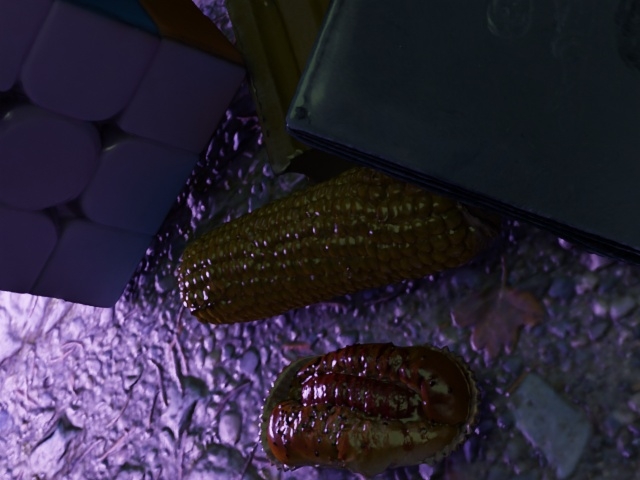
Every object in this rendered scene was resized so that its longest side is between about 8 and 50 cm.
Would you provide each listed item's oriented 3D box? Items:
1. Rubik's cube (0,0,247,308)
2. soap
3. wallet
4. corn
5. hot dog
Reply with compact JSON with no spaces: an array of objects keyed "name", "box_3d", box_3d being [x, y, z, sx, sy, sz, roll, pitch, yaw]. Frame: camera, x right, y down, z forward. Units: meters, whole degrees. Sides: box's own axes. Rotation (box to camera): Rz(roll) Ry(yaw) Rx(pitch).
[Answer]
[{"name":"Rubik's cube","box_3d":[-0.294,-0.149,0.914,0.290,0.291,0.292,-56,45,21]},{"name":"soap","box_3d":[0.003,-0.166,0.875,0.135,0.076,0.233,-32,53,22]},{"name":"wallet","box_3d":[0.150,-0.137,0.668,0.290,0.054,0.251,22,83,2]},{"name":"corn","box_3d":[0.000,0.000,0.780,0.293,0.106,0.106,-17,60,30]},{"name":"hot dog","box_3d":[0.034,0.124,0.726,0.192,0.053,0.099,-9,67,37]}]
